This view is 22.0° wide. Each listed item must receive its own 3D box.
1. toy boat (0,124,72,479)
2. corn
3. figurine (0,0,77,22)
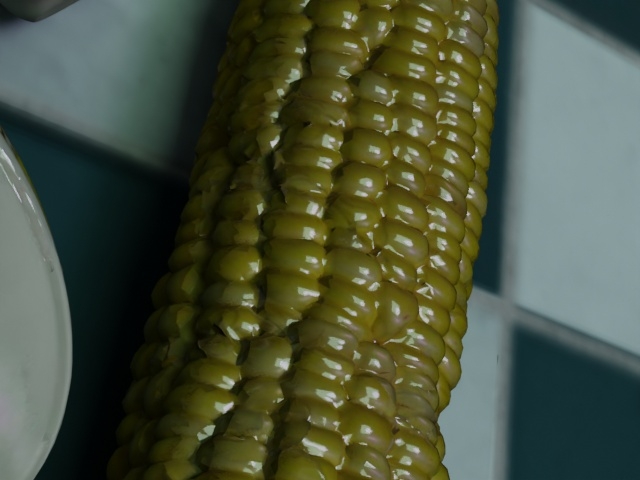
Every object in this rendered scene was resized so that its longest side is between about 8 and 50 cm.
[{"bbox_3d":[-0.173,-0.038,0.328,0.269,0.141,0.140,37,55,-26],"label":"toy boat"},{"bbox_3d":[0.000,0.000,0.476,0.101,0.101,0.291,27,59,-32],"label":"corn"},{"bbox_3d":[-0.097,-0.137,0.468,0.146,0.081,0.098,57,5,-5],"label":"figurine"}]
